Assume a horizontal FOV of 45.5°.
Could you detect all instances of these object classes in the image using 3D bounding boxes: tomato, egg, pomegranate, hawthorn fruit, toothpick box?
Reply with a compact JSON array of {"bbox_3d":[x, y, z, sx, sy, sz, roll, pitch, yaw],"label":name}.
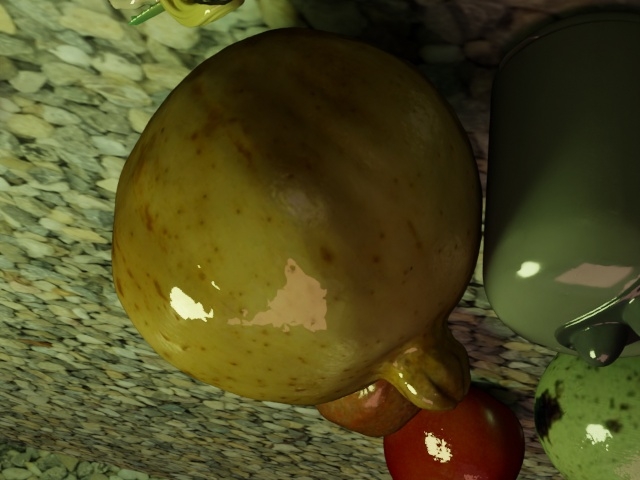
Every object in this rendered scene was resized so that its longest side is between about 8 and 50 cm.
[{"bbox_3d":[0.272,0.424,1.522,0.298,0.227,0.299,6,147,4],"label":"tomato"},{"bbox_3d":[0.502,0.245,1.097,0.379,0.288,0.288,-18,139,20],"label":"egg"},{"bbox_3d":[0.000,0.000,0.755,0.409,0.410,0.410,9,149,5],"label":"pomegranate"},{"bbox_3d":[0.095,0.198,1.255,0.210,0.211,0.262,15,137,-5],"label":"hawthorn fruit"},{"bbox_3d":[0.261,-0.036,0.692,0.228,0.317,0.229,8,148,5],"label":"toothpick box"}]

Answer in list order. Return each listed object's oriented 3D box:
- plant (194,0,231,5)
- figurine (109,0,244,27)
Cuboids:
[{"bbox_3d":[-0.105,-0.281,0.581,0.131,0.143,0.203,-30,158,11],"label":"plant"},{"bbox_3d":[-0.146,-0.243,0.740,0.187,0.083,0.083,6,150,29],"label":"figurine"}]
